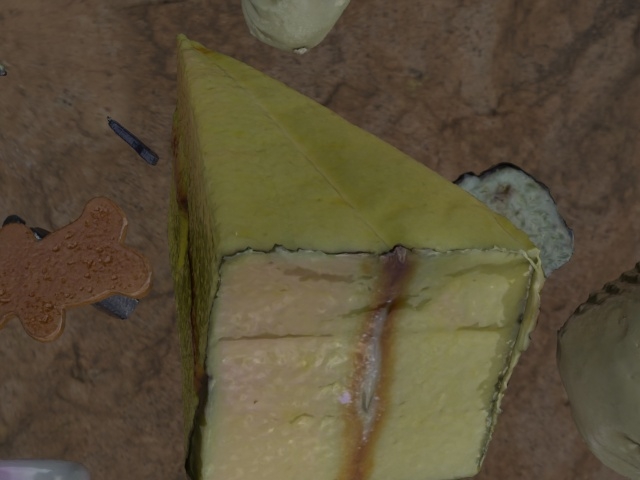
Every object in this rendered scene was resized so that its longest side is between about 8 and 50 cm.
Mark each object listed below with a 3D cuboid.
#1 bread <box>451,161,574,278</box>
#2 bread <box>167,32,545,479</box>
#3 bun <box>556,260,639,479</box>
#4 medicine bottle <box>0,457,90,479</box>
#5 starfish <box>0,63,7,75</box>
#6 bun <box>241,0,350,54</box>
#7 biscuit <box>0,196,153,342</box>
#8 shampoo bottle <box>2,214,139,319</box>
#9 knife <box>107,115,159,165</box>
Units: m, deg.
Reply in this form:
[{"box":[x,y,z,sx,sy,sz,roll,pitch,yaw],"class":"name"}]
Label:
[{"box":[0.209,0.044,1.515,0.395,0.264,0.239,-22,77,5],"class":"bread"},{"box":[-0.002,-0.002,0.528,0.163,0.264,0.167,0,127,-14],"class":"bread"},{"box":[0.397,0.081,0.799,0.362,0.326,0.234,-26,76,-19],"class":"bun"},{"box":[-0.297,0.359,0.763,0.212,0.212,0.325,2,72,-24],"class":"medicine bottle"},{"box":[-0.433,-0.168,0.643,0.347,0.358,0.078,0,84,13],"class":"starfish"},{"box":[-0.028,-0.391,1.283,0.160,0.259,0.259,30,88,-16],"class":"bun"},{"box":[-0.340,0.047,1.110,0.250,0.036,0.165,-25,68,-10],"class":"biscuit"},{"box":[-0.466,0.045,1.669,0.071,0.098,0.309,-57,139,-15],"class":"shampoo bottle"},{"box":[-0.323,-0.171,1.547,0.121,0.031,0.018,39,106,7],"class":"knife"}]
